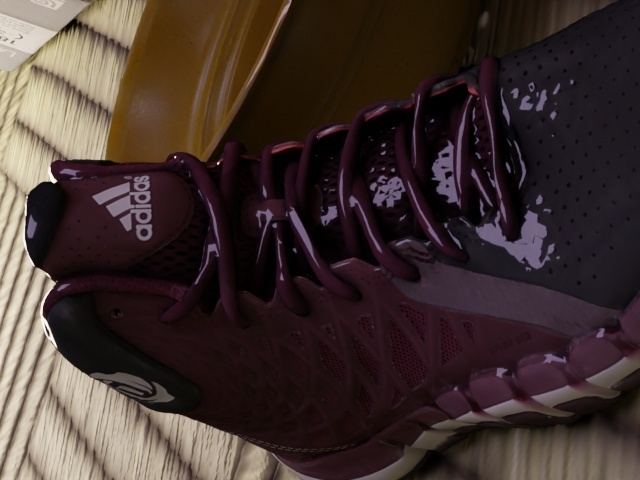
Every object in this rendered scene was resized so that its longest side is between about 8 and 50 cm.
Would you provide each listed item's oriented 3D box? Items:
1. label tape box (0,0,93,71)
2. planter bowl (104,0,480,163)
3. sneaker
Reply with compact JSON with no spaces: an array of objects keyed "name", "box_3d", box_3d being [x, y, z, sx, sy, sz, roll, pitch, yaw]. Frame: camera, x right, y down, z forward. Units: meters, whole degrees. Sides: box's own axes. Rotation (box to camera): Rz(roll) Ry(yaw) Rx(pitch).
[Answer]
[{"name":"label tape box","box_3d":[-0.239,-0.266,1.375,0.334,0.106,0.240,-18,58,65]},{"name":"planter bowl","box_3d":[0.000,-0.088,0.692,0.217,0.090,0.217,-54,24,38]},{"name":"sneaker","box_3d":[0.000,0.000,0.540,0.281,0.163,0.106,-45,36,51]}]
